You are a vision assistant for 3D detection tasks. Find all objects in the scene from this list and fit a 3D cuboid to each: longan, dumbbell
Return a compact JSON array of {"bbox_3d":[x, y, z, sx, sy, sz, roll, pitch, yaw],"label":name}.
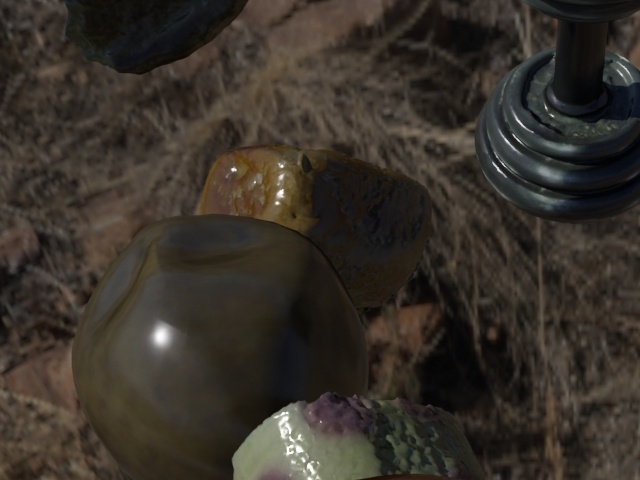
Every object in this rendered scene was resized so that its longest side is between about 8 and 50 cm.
[{"bbox_3d":[-0.089,0.117,1.501,0.288,0.288,0.350,-16,13,-3],"label":"longan"},{"bbox_3d":[0.213,-0.169,1.329,0.179,0.406,0.179,-2,56,3],"label":"dumbbell"}]

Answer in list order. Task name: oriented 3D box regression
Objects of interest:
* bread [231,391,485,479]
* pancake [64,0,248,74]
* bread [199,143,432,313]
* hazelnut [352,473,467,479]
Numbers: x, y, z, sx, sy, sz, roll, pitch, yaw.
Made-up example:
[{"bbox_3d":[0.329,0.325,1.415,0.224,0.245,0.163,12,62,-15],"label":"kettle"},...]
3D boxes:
[{"bbox_3d":[0.073,0.283,1.195,0.155,0.187,0.338,-43,51,31],"label":"bread"},{"bbox_3d":[-0.182,-0.239,1.182,0.286,0.288,0.033,-25,33,4],"label":"pancake"},{"bbox_3d":[0.000,0.000,1.834,0.195,0.246,0.176,-8,70,54],"label":"bread"},{"bbox_3d":[0.063,0.216,0.852,0.229,0.229,0.229,-4,54,6],"label":"hazelnut"}]
